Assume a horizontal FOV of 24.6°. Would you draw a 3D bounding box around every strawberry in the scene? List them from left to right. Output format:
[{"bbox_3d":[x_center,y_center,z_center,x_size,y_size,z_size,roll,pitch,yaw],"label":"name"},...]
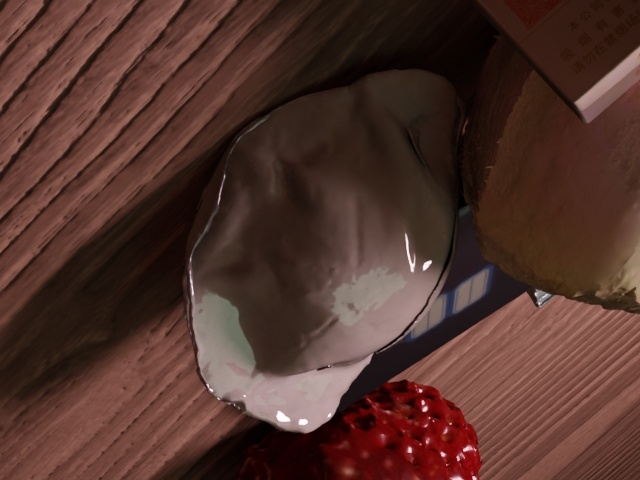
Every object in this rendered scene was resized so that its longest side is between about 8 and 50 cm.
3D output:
[{"bbox_3d":[0.079,0.315,1.872,0.345,0.317,0.295,-46,154,-32],"label":"strawberry"}]

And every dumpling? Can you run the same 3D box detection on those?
[{"bbox_3d":[0.002,-0.003,1.372,0.260,0.181,0.341,19,122,-39],"label":"dumpling"}]

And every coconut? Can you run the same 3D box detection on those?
[{"bbox_3d":[0.283,-0.115,1.395,0.297,0.297,0.310,-8,123,-47],"label":"coconut"}]

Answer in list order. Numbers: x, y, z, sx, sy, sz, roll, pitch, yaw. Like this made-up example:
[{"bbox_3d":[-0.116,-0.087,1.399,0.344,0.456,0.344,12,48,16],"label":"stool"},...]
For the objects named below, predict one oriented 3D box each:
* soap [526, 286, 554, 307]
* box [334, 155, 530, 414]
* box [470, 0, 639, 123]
[{"bbox_3d":[0.342,-0.006,1.920,0.198,0.063,0.114,-35,156,-5],"label":"soap"},{"bbox_3d":[0.102,0.052,1.682,0.350,0.091,0.359,-32,154,-10],"label":"box"},{"bbox_3d":[0.209,-0.216,1.245,0.141,0.201,0.058,-40,154,7],"label":"box"}]
